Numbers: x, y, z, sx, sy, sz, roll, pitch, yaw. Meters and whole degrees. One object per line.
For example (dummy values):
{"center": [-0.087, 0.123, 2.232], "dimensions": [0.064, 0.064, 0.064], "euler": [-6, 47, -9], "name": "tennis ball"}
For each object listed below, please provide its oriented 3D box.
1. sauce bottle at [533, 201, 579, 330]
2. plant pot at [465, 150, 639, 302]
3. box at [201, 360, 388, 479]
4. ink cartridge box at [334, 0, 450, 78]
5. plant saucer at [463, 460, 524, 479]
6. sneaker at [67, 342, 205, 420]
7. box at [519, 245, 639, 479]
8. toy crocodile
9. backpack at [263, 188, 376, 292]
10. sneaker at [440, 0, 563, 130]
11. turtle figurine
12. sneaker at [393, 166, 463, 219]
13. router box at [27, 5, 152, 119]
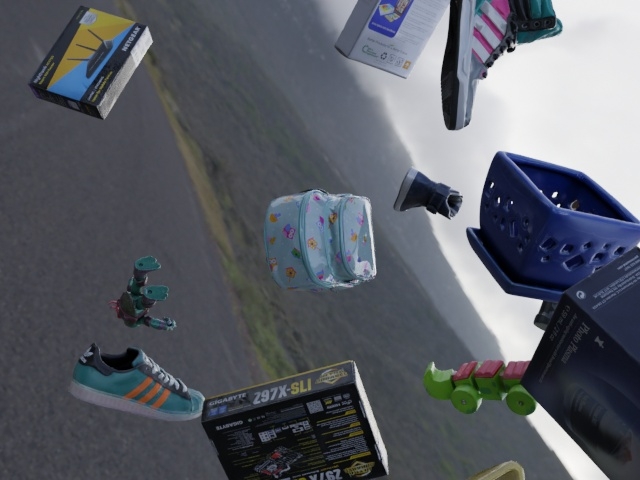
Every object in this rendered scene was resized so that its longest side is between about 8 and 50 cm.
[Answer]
{"center": [0.626, 0.065, 2.012], "dimensions": [0.111, 0.344, 0.111], "euler": [22, -14, 6], "name": "sauce bottle"}
{"center": [0.430, -0.014, 1.539], "dimensions": [0.212, 0.236, 0.236], "euler": [-67, -152, 27], "name": "plant pot"}
{"center": [-0.049, 0.400, 1.631], "dimensions": [0.079, 0.322, 0.257], "euler": [-94, 166, -61], "name": "box"}
{"center": [0.186, -0.502, 1.546], "dimensions": [0.176, 0.371, 0.069], "euler": [9, 32, -42], "name": "ink cartridge box"}
{"center": [0.108, 0.451, 0.919], "dimensions": [0.081, 0.333, 0.332], "euler": [8, -68, 56], "name": "plant saucer"}
{"center": [-0.367, 0.297, 1.695], "dimensions": [0.302, 0.121, 0.108], "euler": [19, 5, -32], "name": "sneaker"}
{"center": [0.508, 0.225, 1.281], "dimensions": [0.294, 0.183, 0.296], "euler": [48, -26, 30], "name": "box"}
{"center": [0.385, 0.305, 1.745], "dimensions": [0.340, 0.115, 0.105], "euler": [-8, -67, 38], "name": "toy crocodile"}
{"center": [0.000, 0.000, 1.254], "dimensions": [0.188, 0.144, 0.166], "euler": [1, 85, -54], "name": "backpack"}
{"center": [0.297, -0.321, 1.305], "dimensions": [0.124, 0.178, 0.295], "euler": [-99, -166, -73], "name": "sneaker"}
{"center": [-0.411, 0.146, 1.865], "dimensions": [0.175, 0.118, 0.234], "euler": [50, -35, 15], "name": "turtle figurine"}
{"center": [0.284, -0.101, 2.114], "dimensions": [0.163, 0.086, 0.226], "euler": [25, -13, 5], "name": "sneaker"}
{"center": [-0.384, -0.300, 1.347], "dimensions": [0.133, 0.179, 0.046], "euler": [19, -24, 12], "name": "router box"}
